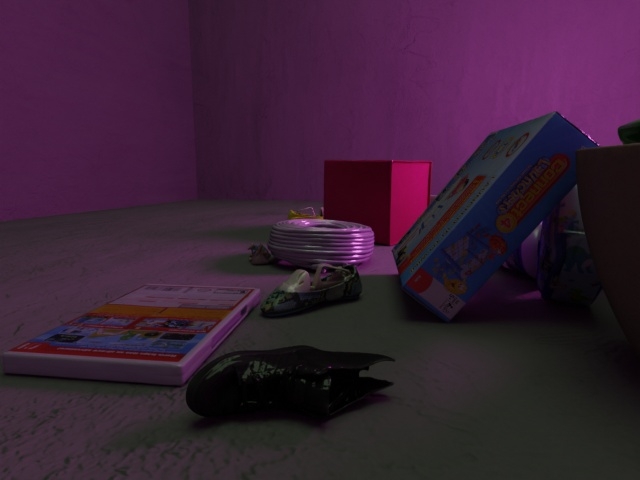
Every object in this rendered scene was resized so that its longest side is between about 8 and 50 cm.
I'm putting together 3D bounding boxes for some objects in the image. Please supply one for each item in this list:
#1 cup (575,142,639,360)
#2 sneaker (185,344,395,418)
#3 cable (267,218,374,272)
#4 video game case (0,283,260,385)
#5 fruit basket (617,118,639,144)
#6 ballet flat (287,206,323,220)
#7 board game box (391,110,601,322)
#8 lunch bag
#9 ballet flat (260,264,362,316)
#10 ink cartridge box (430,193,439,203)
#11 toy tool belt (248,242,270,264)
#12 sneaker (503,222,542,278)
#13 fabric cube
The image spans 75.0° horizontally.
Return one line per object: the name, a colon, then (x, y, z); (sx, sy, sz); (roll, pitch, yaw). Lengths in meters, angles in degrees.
cup: (0.423, 0.028, 0.395); (0.331, 0.237, 0.331); (0, 9, 0)
sneaker: (-0.022, 0.126, 0.370); (0.170, 0.051, 0.089); (-3, 4, -38)
cable: (0.000, 0.000, 1.000); (0.257, 0.089, 0.257); (8, 11, 28)
video game case: (-0.217, 0.109, 0.563); (0.204, 0.025, 0.285); (1, 9, 8)
fruit basket: (0.613, -0.037, 0.689); (0.392, 0.392, 0.283); (2, 9, 15)
ballet flat: (-0.017, -0.095, 1.659); (0.231, 0.077, 0.077); (-1, 9, -6)
board game box: (0.256, -0.047, 0.704); (0.086, 0.308, 0.302); (39, 12, -1)
lunch bag: (0.406, -0.016, 0.665); (0.090, 0.219, 0.176); (8, -26, 24)
ballet flat: (-0.013, 0.072, 0.670); (0.188, 0.070, 0.070); (-8, 12, -38)
ink cartridge box: (0.447, -0.113, 1.610); (0.127, 0.128, 0.176); (8, 11, 42)
toy tool belt: (-0.147, 0.026, 0.993); (0.052, 0.051, 0.083); (-3, 9, -20)
sneaker: (0.386, 0.010, 0.923); (0.236, 0.130, 0.323); (-6, 9, 35)
fabric cube: (0.187, -0.135, 1.360); (0.258, 0.254, 0.259); (7, 11, 40)
